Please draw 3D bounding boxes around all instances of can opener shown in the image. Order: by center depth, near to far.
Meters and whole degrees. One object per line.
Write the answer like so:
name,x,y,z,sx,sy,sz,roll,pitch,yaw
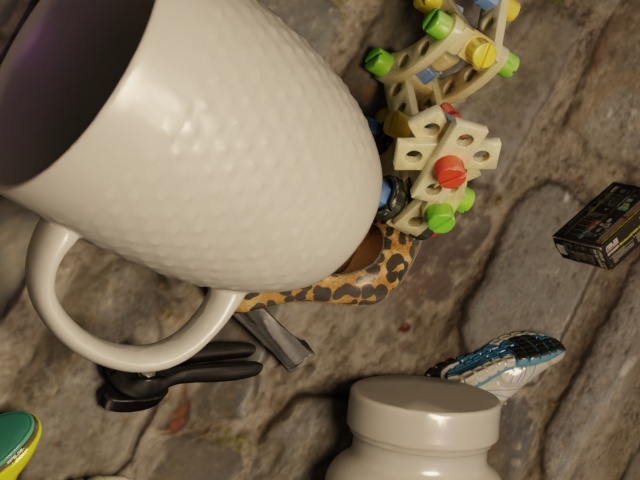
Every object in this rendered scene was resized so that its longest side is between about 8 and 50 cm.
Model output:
can opener,-0.148,0.134,1.417,0.186,0.073,0.059,-10,65,-32

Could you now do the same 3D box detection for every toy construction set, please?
toy construction set,0.129,-0.129,1.403,0.151,0.328,0.215,36,123,-20

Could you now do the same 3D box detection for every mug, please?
mug,-0.133,-0.054,1.259,0.328,0.276,0.374,31,84,-34

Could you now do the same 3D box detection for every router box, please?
router box,0.367,-0.020,1.661,0.122,0.092,0.038,-39,116,-18

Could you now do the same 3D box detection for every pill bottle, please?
pill bottle,0.101,0.350,1.503,0.210,0.210,0.363,1,99,-31

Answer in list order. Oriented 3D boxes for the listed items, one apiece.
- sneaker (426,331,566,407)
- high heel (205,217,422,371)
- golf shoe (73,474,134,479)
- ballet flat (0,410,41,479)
sneaker,0.218,0.173,1.630,0.190,0.071,0.083,-18,114,-18
high heel,0.000,0.000,1.446,0.261,0.093,0.186,-46,123,-7
golf shoe,-0.226,0.332,1.397,0.086,0.069,0.176,-4,106,-42
ballet flat,-0.369,0.254,1.300,0.231,0.077,0.077,-34,135,-18
